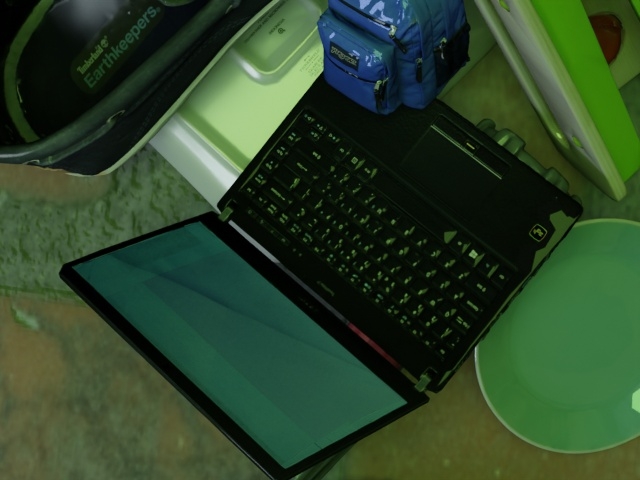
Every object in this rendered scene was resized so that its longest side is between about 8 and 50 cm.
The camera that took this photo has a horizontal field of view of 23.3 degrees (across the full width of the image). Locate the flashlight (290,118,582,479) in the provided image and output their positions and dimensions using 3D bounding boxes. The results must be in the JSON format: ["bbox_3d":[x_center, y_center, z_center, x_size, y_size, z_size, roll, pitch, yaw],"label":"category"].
[{"bbox_3d":[0.061,0.052,1.160,0.304,0.103,0.103,-48,120,-1],"label":"flashlight"}]

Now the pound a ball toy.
[{"bbox_3d":[0.219,-0.182,1.083,0.208,0.319,0.136,-39,45,0],"label":"pound a ball toy"}]

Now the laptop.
[{"bbox_3d":[0.000,0.000,1.073,0.234,0.136,0.264,40,93,25],"label":"laptop"}]

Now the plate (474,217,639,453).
[{"bbox_3d":[0.202,0.070,1.166,0.188,0.024,0.188,-5,109,-13],"label":"plate"}]

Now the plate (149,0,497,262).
[{"bbox_3d":[-0.039,-0.170,1.203,0.278,0.045,0.277,44,93,3],"label":"plate"}]

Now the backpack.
[{"bbox_3d":[0.051,-0.155,1.091,0.098,0.120,0.101,29,62,20],"label":"backpack"}]

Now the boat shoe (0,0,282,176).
[{"bbox_3d":[-0.096,-0.229,1.052,0.187,0.156,0.500,47,118,11],"label":"boat shoe"}]
